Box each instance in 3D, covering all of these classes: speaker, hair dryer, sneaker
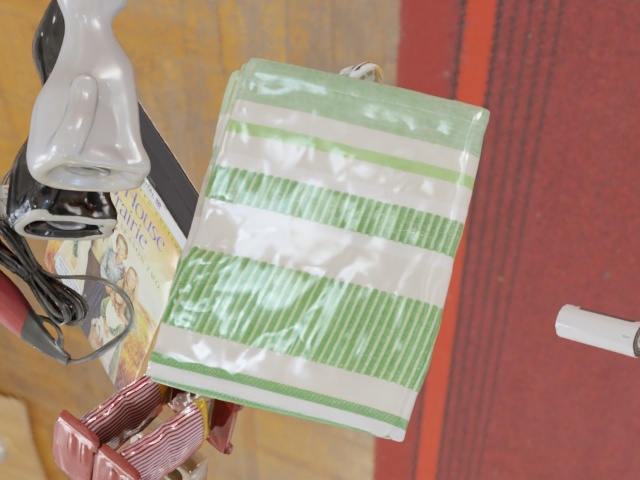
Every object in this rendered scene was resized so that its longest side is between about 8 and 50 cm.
[{"bbox_3d":[0.435,0.139,1.842,0.136,0.055,0.055,14,142,40],"label":"speaker"},{"bbox_3d":[-0.328,0.014,1.068,0.293,0.223,0.080,-11,168,-2],"label":"hair dryer"},{"bbox_3d":[0.024,-0.159,1.234,0.037,0.083,0.032,-126,14,-57],"label":"sneaker"}]

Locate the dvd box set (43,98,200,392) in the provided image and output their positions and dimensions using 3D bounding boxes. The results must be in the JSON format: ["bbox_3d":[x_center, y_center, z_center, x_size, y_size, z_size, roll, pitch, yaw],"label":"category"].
[{"bbox_3d":[-0.290,0.014,1.761,0.307,0.062,0.420,56,143,22],"label":"dvd box set"}]

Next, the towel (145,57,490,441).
[{"bbox_3d":[0.000,0.000,1.078,0.248,0.325,0.038,14,160,4],"label":"towel"}]

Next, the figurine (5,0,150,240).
[{"bbox_3d":[-0.200,-0.129,0.966,0.092,0.209,0.215,2,163,-20],"label":"figurine"}]

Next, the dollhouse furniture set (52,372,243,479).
[{"bbox_3d":[-0.247,0.339,1.651,0.152,0.201,0.374,36,138,22],"label":"dollhouse furniture set"}]
